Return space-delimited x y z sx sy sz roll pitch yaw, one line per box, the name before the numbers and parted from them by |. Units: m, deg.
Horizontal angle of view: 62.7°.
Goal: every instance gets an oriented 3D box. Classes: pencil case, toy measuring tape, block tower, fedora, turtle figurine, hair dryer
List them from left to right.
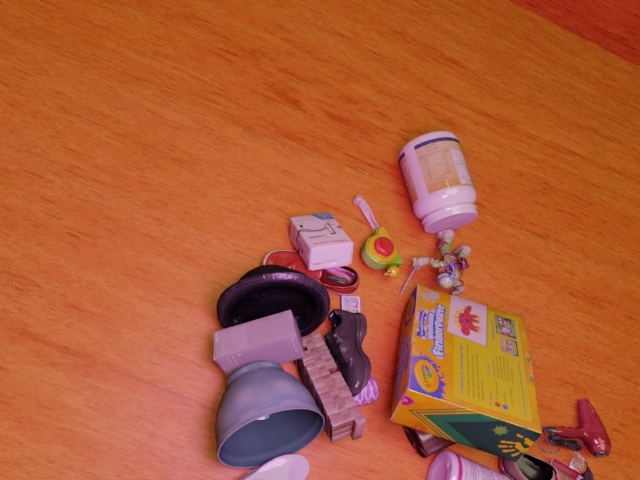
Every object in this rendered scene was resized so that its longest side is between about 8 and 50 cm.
fedora | -0.143 0.167 1.580 0.334 0.334 0.152 6 38 -15
block tower | 0.012 0.414 1.511 0.097 0.091 0.335 -14 43 -21
pencil case | 0.074 0.469 1.602 0.206 0.088 0.086 -5 108 -19
toy measuring tape | 0.168 -0.011 1.804 0.121 0.121 0.330 -20 68 -23
turtle figurine | 0.414 0.106 1.836 0.198 0.274 0.266 19 42 15
hair dryer | 0.865 0.643 1.754 0.223 0.080 0.293 44 49 7

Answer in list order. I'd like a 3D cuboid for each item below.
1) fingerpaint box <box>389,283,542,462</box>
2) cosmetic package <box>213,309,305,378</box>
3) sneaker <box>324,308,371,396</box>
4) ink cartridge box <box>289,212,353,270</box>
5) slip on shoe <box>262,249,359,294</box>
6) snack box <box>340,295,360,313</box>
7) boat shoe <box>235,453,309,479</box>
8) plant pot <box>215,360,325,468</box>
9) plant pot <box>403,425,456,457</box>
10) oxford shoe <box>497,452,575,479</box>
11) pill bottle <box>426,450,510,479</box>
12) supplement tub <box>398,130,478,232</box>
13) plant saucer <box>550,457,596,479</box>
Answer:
fingerpaint box | 0.422 0.376 1.570 0.371 0.163 0.445 18 37 1
cosmetic package | -0.174 0.299 1.510 0.238 0.127 0.107 -16 46 5
sneaker | 0.071 0.331 1.576 0.130 0.109 0.286 23 39 -25
ink cartridge box | 0.000 0.000 1.701 0.148 0.086 0.203 -8 33 -21
slip on shoe | -0.024 0.098 1.704 0.331 0.101 0.123 15 68 -9
snack box | 0.099 0.270 1.717 0.064 0.022 0.178 5 68 -14
boat shoe | -0.160 0.669 1.445 0.267 0.088 0.096 -26 82 -19
plant pot | -0.158 0.460 1.446 0.293 0.293 0.196 -8 45 -20
plant pot | 0.353 0.569 1.609 0.165 0.167 0.167 -24 78 -17
oxford shoe | 0.721 0.761 1.603 0.348 0.130 0.123 25 64 15
pill bottle | 0.474 0.755 1.565 0.283 0.160 0.160 25 64 -6
supplement tub | 0.424 -0.205 1.888 0.228 0.228 0.316 -7 72 -19
plant saucer | 0.809 0.876 1.684 0.258 0.048 0.259 30 63 -4
